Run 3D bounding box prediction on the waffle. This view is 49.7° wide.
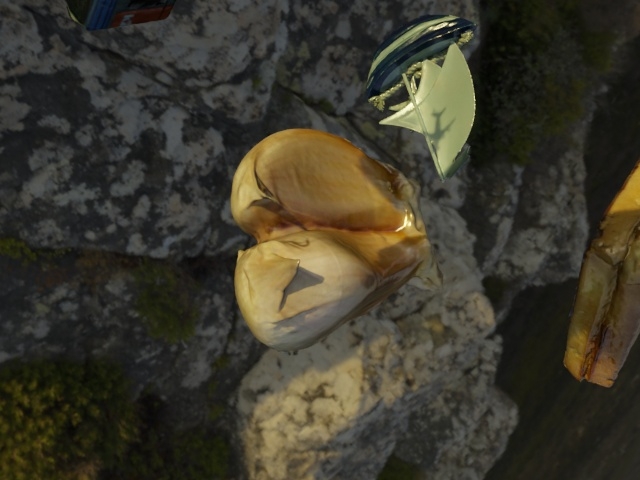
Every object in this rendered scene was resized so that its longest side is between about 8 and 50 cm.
[{"bbox_3d":[0.441,0.049,0.982,0.224,0.098,0.328,-47,146,-25],"label":"waffle"}]

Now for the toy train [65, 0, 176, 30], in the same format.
[{"bbox_3d":[-0.040,-0.253,0.295,0.089,0.086,0.409,-21,169,-39],"label":"toy train"}]

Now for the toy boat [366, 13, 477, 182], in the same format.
[{"bbox_3d":[0.162,-0.234,1.149,0.070,0.210,0.292,12,78,-48],"label":"toy boat"}]

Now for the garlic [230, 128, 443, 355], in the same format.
[{"bbox_3d":[0.000,0.000,0.896,0.313,0.249,0.286,-11,103,-39],"label":"garlic"}]
